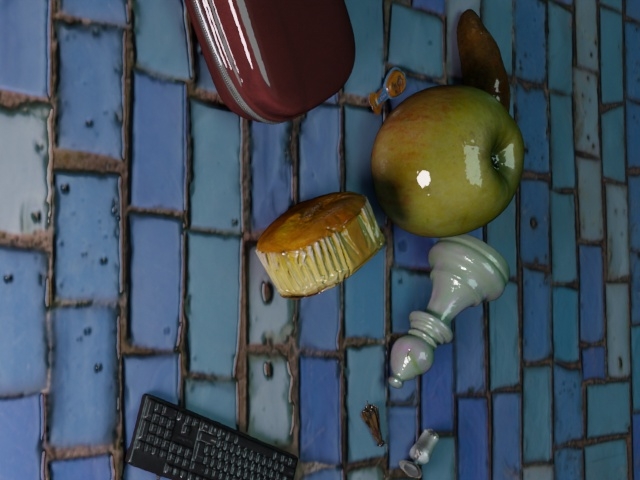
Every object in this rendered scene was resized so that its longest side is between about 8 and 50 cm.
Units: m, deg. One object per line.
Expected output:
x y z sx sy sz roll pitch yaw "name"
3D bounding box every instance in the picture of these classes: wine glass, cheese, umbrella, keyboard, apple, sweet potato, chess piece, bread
0.161 0.341 1.982 0.083 0.042 0.039 -54 164 -40 "wine glass"
0.109 -0.241 1.969 0.111 0.017 0.047 -47 119 -39 "cheese"
0.083 0.286 1.908 0.031 0.020 0.083 -37 121 -43 "umbrella"
-0.138 0.297 1.647 0.310 0.018 0.100 33 63 -43 "keyboard"
0.202 -0.125 1.936 0.261 0.194 0.260 1 88 -50 "apple"
0.278 -0.259 2.114 0.097 0.097 0.291 17 71 -48 "sweet potato"
0.187 0.127 1.974 0.139 0.139 0.271 50 63 -35 "chess piece"
0.000 0.000 1.740 0.190 0.132 0.114 -44 118 -44 "bread"

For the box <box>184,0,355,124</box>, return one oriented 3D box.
-0.085 -0.363 1.678 0.263 0.108 0.403 -36 115 -45 "box"
